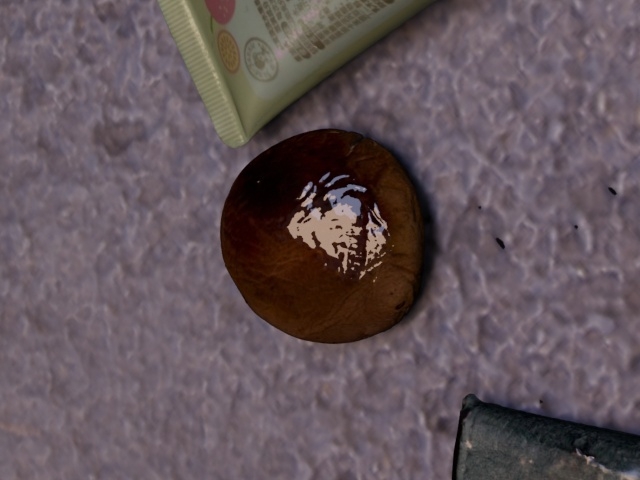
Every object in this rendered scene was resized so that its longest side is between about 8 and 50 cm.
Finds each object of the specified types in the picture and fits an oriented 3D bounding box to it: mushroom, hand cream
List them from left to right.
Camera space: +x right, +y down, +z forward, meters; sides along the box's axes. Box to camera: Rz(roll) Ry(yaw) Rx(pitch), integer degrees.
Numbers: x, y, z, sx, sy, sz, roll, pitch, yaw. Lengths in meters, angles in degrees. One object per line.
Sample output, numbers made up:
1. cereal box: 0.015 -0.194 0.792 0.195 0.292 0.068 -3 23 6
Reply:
1. mushroom: 0.000 0.000 1.012 0.123 0.052 0.123 8 106 32
2. hand cream: 0.027 -0.164 0.942 0.306 0.093 0.147 -25 88 37

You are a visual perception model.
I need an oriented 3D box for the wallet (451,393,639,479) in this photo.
1. wallet: 0.224 0.194 0.887 0.379 0.046 0.190 8 100 35
